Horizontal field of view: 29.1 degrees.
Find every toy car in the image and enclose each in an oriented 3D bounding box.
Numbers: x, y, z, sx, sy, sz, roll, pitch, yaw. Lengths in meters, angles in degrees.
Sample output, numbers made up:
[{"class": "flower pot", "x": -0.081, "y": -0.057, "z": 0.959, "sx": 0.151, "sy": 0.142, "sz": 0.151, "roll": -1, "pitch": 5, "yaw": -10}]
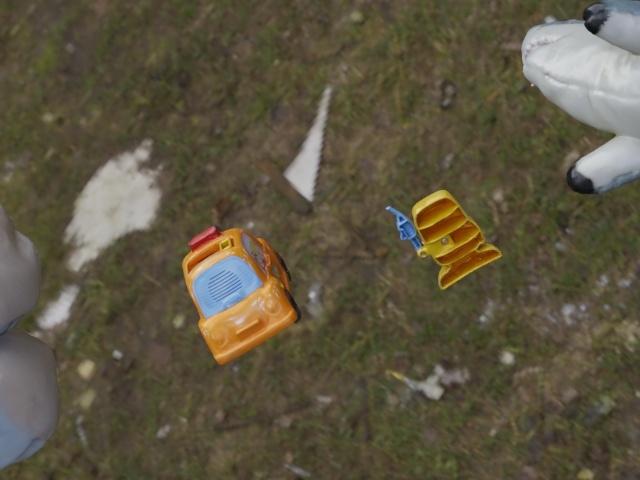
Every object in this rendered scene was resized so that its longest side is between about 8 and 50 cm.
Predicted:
[{"class": "toy car", "x": 0.000, "y": 0.000, "z": 0.431, "sx": 0.122, "sy": 0.040, "sz": 0.060, "roll": -24, "pitch": 26, "yaw": 22}]

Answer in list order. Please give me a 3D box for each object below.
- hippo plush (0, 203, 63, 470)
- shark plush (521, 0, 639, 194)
[{"class": "hippo plush", "x": -0.273, "y": 0.049, "z": 0.698, "sx": 0.236, "sy": 0.234, "sz": 0.294, "roll": -129, "pitch": 41, "yaw": -64}, {"class": "shark plush", "x": 0.158, "y": -0.069, "z": 0.467, "sx": 0.161, "sy": 0.073, "sz": 0.067, "roll": -6, "pitch": 22, "yaw": 14}]
